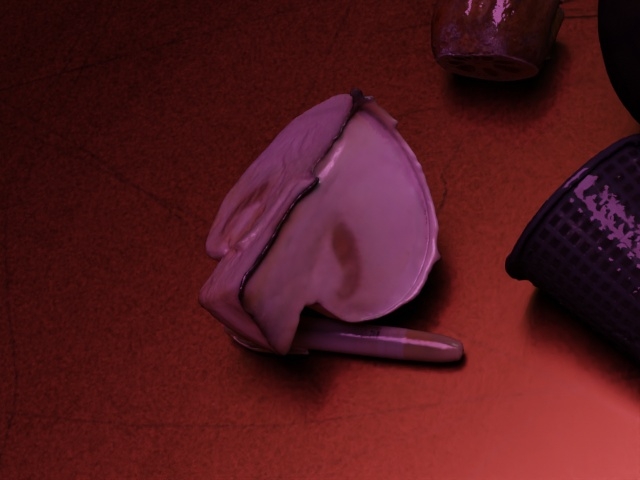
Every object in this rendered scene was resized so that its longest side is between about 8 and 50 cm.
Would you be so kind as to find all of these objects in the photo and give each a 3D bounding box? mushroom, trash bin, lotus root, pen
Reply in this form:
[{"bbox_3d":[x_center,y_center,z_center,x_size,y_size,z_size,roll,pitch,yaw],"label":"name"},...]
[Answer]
[{"bbox_3d":[-0.001,0.003,1.641,0.236,0.162,0.173,-57,18,-12],"label":"mushroom"},{"bbox_3d":[0.277,0.020,1.525,0.175,0.175,0.161,-41,69,-8],"label":"trash bin"},{"bbox_3d":[0.171,-0.204,1.702,0.122,0.112,0.081,2,76,30],"label":"lotus root"},{"bbox_3d":[0.019,0.094,1.628,0.233,0.032,0.040,7,88,18],"label":"pen"}]

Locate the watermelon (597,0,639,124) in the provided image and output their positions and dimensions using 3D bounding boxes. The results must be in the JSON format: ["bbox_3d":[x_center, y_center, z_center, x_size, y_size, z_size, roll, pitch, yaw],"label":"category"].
[{"bbox_3d":[0.375,-0.198,1.484,0.279,0.359,0.279,1,85,-9],"label":"watermelon"}]
